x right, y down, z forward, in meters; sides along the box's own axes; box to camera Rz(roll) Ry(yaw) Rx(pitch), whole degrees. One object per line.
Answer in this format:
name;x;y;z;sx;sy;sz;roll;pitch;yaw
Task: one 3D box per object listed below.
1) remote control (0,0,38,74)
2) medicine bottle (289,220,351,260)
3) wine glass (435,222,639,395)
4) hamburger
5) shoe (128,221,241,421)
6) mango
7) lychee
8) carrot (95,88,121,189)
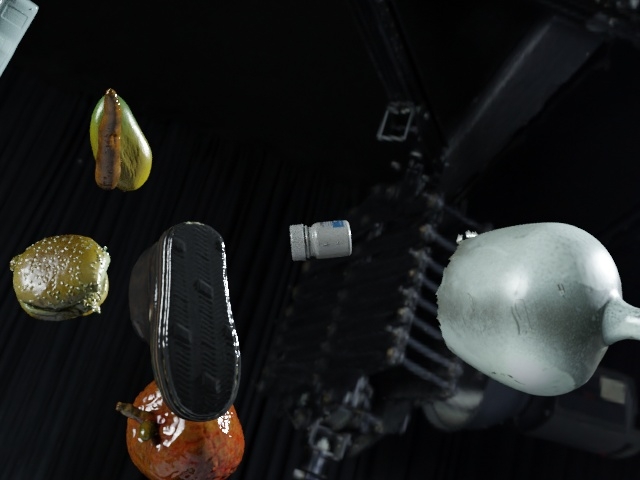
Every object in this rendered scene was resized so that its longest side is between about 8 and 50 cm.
remote control;-0.512;-0.319;1.260;0.029;0.162;0.061;29;-1;42
medicine bottle;0.000;0.000;2.229;0.167;0.105;0.105;-6;-27;-3
wine glass;0.322;0.089;1.000;0.322;0.238;0.238;5;-28;39
hamburger;-0.555;0.073;1.668;0.215;0.190;0.122;2;-41;1
shoe;-0.275;0.171;1.549;0.171;0.384;0.237;1;-20;-30
mango;-0.497;-0.234;1.938;0.091;0.137;0.238;6;-50;45
lychee;-0.291;0.397;1.658;0.255;0.255;0.300;-1;-34;34
carrot;-0.291;-0.138;1.087;0.035;0.036;0.165;16;-53;3
